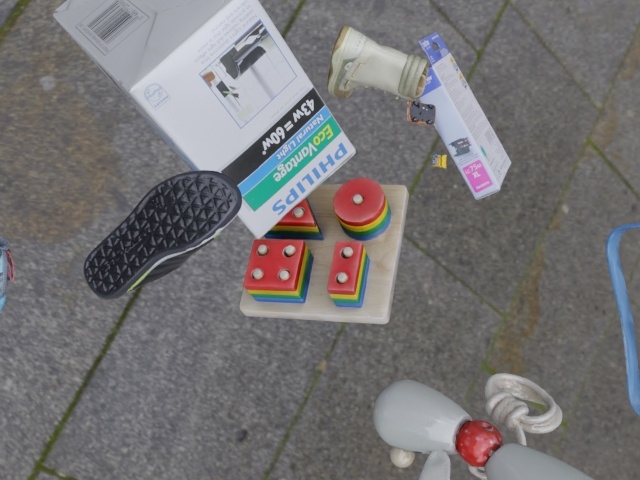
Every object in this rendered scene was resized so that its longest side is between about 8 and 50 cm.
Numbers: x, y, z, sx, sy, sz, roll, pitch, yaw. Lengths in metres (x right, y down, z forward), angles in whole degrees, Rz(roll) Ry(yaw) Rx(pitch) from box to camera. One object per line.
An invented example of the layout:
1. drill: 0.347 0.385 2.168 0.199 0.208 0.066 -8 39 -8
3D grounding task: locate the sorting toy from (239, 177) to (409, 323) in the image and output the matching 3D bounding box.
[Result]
1. sorting toy: 0.000 0.000 1.408 0.089 0.257 0.255 61 35 -55

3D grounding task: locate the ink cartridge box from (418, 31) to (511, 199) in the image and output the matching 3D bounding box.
1. ink cartridge box: 0.262 -0.246 1.612 0.311 0.065 0.186 61 26 -9

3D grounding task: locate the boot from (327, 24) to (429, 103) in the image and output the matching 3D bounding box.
1. boot: 0.100 -0.283 1.455 0.165 0.213 0.077 21 77 4

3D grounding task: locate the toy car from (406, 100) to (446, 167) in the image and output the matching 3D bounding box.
1. toy car: 0.170 -0.175 1.406 0.060 0.040 0.122 -17 100 -31

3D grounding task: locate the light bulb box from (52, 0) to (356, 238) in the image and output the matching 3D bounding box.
1. light bulb box: -0.184 -0.253 1.348 0.225 0.358 0.361 -42 135 -4

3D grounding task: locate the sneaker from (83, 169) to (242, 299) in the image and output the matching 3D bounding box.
1. sneaker: -0.180 -0.011 0.984 0.084 0.234 0.097 62 22 6

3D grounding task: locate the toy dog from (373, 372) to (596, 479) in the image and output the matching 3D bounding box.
1. toy dog: 0.188 0.270 0.794 0.220 0.333 0.161 4 108 -26

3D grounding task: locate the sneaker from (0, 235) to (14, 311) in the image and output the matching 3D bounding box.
1. sneaker: -0.444 -0.001 0.856 0.262 0.104 0.125 22 98 -21

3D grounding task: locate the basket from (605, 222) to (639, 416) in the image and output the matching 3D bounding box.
1. basket: 0.486 0.084 1.003 0.201 0.289 0.255 -4 81 -34
